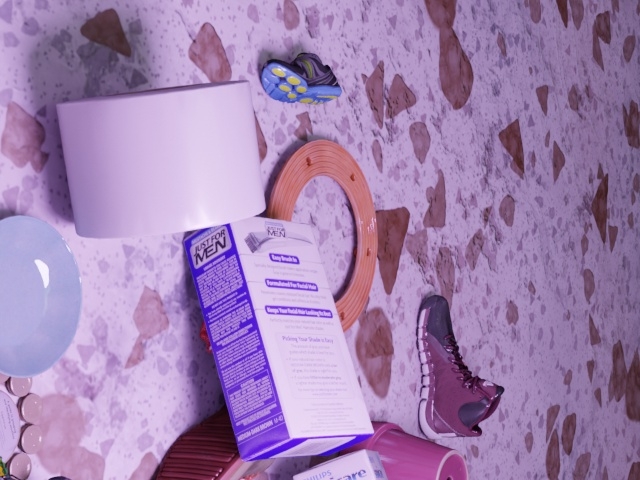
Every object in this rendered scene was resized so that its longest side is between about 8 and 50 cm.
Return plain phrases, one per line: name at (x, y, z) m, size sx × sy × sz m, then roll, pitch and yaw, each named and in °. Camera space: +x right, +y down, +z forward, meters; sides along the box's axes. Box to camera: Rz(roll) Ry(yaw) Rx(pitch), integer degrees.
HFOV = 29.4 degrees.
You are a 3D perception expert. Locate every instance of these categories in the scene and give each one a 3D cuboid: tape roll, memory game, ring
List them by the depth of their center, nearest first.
memory game at (-0.396, 0.223, 1.443) m, size 0.186 × 0.012 × 0.186 m, roll 4°, pitch 85°, yaw -57°
tape roll at (-0.199, -0.107, 1.542) m, size 0.246 × 0.246 × 0.169 m, roll -21°, pitch 108°, yaw -55°
ring at (0.000, 0.000, 2.043) m, size 0.337 × 0.032 × 0.336 m, roll 4°, pitch 86°, yaw -58°

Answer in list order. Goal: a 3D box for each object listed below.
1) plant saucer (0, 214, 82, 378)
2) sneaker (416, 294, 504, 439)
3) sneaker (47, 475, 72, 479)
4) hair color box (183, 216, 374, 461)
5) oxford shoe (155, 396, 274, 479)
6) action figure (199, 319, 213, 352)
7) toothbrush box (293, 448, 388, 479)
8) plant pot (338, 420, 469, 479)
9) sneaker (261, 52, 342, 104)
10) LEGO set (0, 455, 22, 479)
plant saucer at (-0.367, 0.067, 1.465) m, size 0.195 × 0.037 × 0.195 m, roll 8°, pitch 80°, yaw -58°
sneaker at (0.277, 0.245, 2.342) m, size 0.106 × 0.163 × 0.281 m, roll -5°, pitch 94°, yaw -57°
sneaker at (-0.293, 0.414, 1.530) m, size 0.121 × 0.111 × 0.300 m, roll -48°, pitch 136°, yaw -54°
hair color box at (-0.061, 0.137, 1.748) m, size 0.185 × 0.110 × 0.338 m, roll 8°, pitch 60°, yaw -50°
oxford shoe at (-0.118, 0.313, 1.773) m, size 0.348 × 0.123 × 0.130 m, roll -46°, pitch 131°, yaw -46°
action figure at (-0.159, 0.108, 1.799) m, size 0.038 × 0.030 × 0.115 m, roll 14°, pitch 80°, yaw -61°
toothbrush box at (0.075, 0.484, 1.904) m, size 0.216 × 0.126 × 0.295 m, roll 54°, pitch 15°, yaw -75°
plant pot at (0.151, 0.422, 2.130) m, size 0.201 × 0.180 × 0.201 m, roll -1°, pitch 91°, yaw -57°
sneaker at (-0.037, -0.267, 1.974) m, size 0.188 × 0.067 × 0.078 m, roll 1°, pitch 67°, yaw -55°
LEGO set at (-0.356, 0.365, 1.254) m, size 0.192 × 0.331 × 0.255 m, roll 1°, pitch 111°, yaw -56°
